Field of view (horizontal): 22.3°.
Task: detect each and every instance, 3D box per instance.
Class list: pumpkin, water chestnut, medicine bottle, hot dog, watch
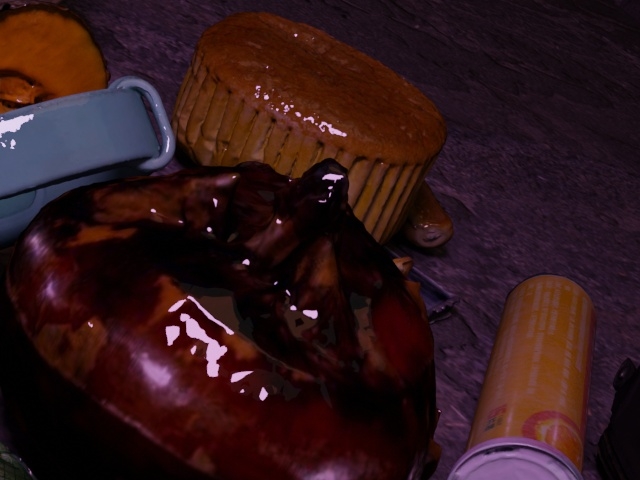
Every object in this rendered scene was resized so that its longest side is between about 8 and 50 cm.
[{"bbox_3d":[-0.243,-0.140,1.334,0.278,0.163,0.111,4,34,-51],"label":"pumpkin"},{"bbox_3d":[-0.048,0.058,0.998,0.300,0.300,0.300,26,22,-11],"label":"water chestnut"},{"bbox_3d":[0.179,0.131,1.355,0.108,0.108,0.426,30,21,1],"label":"medicine bottle"},{"bbox_3d":[0.076,-0.056,1.720,0.066,0.047,0.215,1,33,-26],"label":"hot dog"},{"bbox_3d":[-0.215,-0.041,1.091,0.195,0.237,0.068,116,-45,-82],"label":"watch"}]

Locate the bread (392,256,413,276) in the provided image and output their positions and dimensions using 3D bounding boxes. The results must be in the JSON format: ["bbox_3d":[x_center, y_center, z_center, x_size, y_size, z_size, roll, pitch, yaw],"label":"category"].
[{"bbox_3d":[0.004,0.037,1.232,0.080,0.109,0.084,43,24,6],"label":"bread"}]

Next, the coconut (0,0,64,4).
[{"bbox_3d":[-0.334,-0.346,1.461,0.329,0.328,0.329,26,22,-11],"label":"coconut"}]

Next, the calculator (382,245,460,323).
[{"bbox_3d":[0.000,0.000,1.533,0.262,0.021,0.161,37,23,18],"label":"calculator"}]

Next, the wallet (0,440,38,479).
[{"bbox_3d":[-0.163,0.202,0.817,0.236,0.055,0.160,43,29,25],"label":"wallet"}]

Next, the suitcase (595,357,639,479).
[{"bbox_3d":[0.371,0.206,1.269,0.283,0.194,0.434,27,10,-5],"label":"suitcase"}]

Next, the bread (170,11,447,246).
[{"bbox_3d":[-0.011,-0.109,1.542,0.253,0.142,0.227,37,31,13],"label":"bread"}]
